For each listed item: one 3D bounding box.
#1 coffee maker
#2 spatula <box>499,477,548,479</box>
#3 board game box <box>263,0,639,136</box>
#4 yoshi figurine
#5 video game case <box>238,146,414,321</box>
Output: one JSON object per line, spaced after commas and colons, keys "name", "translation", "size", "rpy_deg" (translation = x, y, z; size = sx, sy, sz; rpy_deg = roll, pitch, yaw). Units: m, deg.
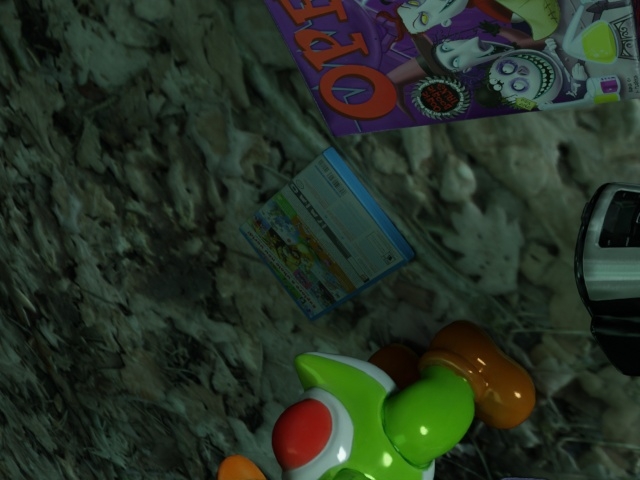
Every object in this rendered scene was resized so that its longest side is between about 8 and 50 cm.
{"name": "coffee maker", "translation": [0.257, 0.039, 0.506], "size": [0.178, 0.120, 0.171], "rpy_deg": [-1, 119, 45]}
{"name": "spatula", "translation": [0.250, 0.350, 0.815], "size": [0.084, 0.030, 0.296], "rpy_deg": [-15, 107, 46]}
{"name": "board game box", "translation": [0.042, -0.200, 0.451], "size": [0.208, 0.056, 0.347], "rpy_deg": [-1, 141, 28]}
{"name": "yoshi figurine", "translation": [0.032, 0.229, 0.674], "size": [0.203, 0.362, 0.203], "rpy_deg": [21, 131, 32]}
{"name": "video game case", "translation": [0.000, 0.000, 0.805], "size": [0.119, 0.015, 0.166], "rpy_deg": [52, 140, -1]}
